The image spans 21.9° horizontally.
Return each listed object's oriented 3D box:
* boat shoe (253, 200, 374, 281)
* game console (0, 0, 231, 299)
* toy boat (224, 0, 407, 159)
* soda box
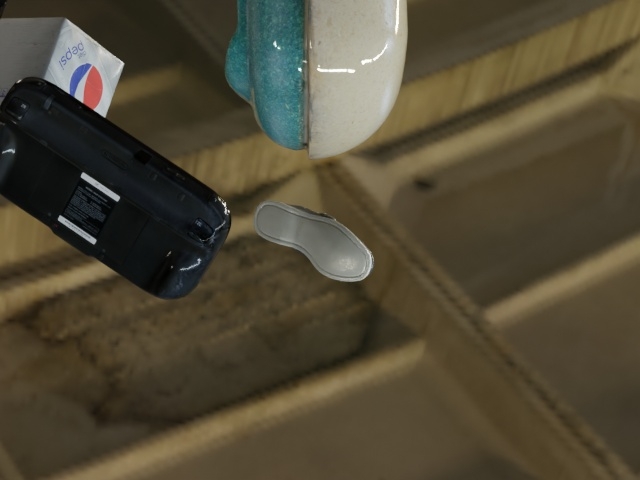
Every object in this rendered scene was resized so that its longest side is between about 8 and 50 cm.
[{"bbox_3d":[0.000,0.000,1.390,0.125,0.046,0.038,22,-169,34],"label":"boat shoe"},{"bbox_3d":[-0.240,-0.072,1.269,0.361,0.213,0.044,34,-144,3],"label":"game console"},{"bbox_3d":[-0.021,-0.213,1.002,0.148,0.318,0.267,-1,-114,-1],"label":"toy boat"},{"bbox_3d":[-0.327,-0.145,1.543,0.286,0.091,0.098,4,-111,35],"label":"soda box"}]
